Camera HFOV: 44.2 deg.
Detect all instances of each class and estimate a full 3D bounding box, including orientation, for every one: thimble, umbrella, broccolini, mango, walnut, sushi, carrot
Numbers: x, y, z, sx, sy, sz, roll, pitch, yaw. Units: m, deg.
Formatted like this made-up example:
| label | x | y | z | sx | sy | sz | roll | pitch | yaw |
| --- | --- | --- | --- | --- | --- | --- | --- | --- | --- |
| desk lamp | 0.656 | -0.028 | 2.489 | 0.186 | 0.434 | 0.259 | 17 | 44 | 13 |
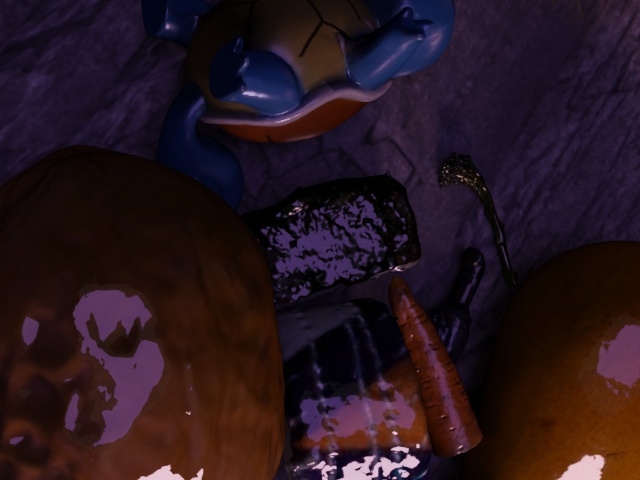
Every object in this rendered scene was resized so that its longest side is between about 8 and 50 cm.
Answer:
| label | x | y | z | sx | sy | sz | roll | pitch | yaw |
| --- | --- | --- | --- | --- | --- | --- | --- | --- | --- |
| thimble | 0.022 | 0.184 | 0.865 | 0.150 | 0.237 | 0.237 | -10 | 92 | -10 |
| umbrella | 0.155 | 0.128 | 0.972 | 0.071 | 0.071 | 0.248 | 29 | 81 | -12 |
| broccolini | 0.214 | -0.032 | 1.002 | 0.052 | 0.054 | 0.194 | -38 | 101 | -30 |
| mango | 0.317 | 0.180 | 0.940 | 0.264 | 0.221 | 0.378 | 31 | 94 | -14 |
| walnut | -0.191 | 0.107 | 0.744 | 0.308 | 0.354 | 0.397 | -12 | 97 | -44 |
| sushi | 0.000 | 0.000 | 0.904 | 0.225 | 0.124 | 0.127 | -18 | 89 | -11 |
| carrot | 0.122 | 0.138 | 0.902 | 0.061 | 0.061 | 0.209 | -20 | 90 | -13 |

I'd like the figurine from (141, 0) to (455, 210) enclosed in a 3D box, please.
| label | x | y | z | sx | sy | sz | roll | pitch | yaw |
| --- | --- | --- | --- | --- | --- | --- | --- | --- | --- |
| figurine | -0.034 | -0.195 | 0.853 | 0.416 | 0.298 | 0.243 | -40 | 133 | -9 |
